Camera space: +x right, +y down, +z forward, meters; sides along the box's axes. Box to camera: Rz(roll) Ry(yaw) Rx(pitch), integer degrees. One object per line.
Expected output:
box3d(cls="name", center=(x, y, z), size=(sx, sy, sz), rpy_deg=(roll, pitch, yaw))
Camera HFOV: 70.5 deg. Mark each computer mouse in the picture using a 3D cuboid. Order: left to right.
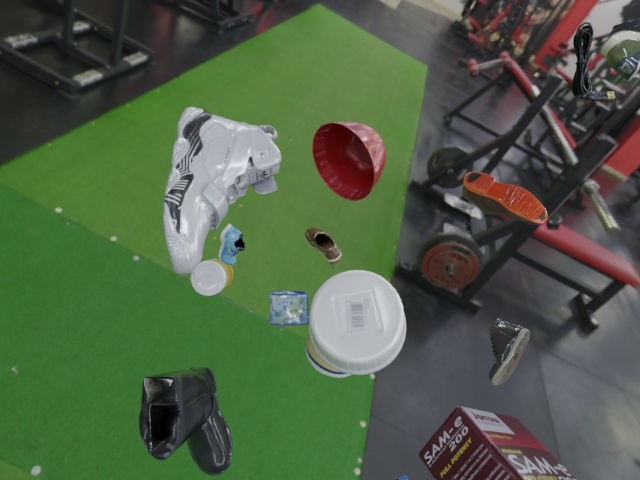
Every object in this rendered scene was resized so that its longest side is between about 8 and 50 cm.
box3d(cls="computer mouse", center=(0.722, -0.423, 1.057), size=(0.261, 0.184, 0.060), rpy_deg=(-9, 27, -2))

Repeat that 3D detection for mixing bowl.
box3d(cls="mixing bowl", center=(0.079, -0.191, 1.007), size=(0.098, 0.182, 0.181), rpy_deg=(-35, 69, -32))

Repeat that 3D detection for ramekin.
box3d(cls="ramekin", center=(0.098, 0.214, 1.228), size=(0.276, 0.135, 0.278), rpy_deg=(-2, 67, 5))

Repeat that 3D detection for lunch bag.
box3d(cls="lunch bag", center=(-0.118, 0.265, 1.778), size=(0.151, 0.129, 0.096), rpy_deg=(-1, 4, 22))

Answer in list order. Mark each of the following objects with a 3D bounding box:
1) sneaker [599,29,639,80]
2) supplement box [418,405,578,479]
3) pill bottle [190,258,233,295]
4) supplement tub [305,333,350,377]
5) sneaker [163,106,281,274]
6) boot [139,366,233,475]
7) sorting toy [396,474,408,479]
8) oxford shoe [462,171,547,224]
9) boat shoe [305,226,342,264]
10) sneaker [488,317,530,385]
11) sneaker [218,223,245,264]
box3d(cls="sneaker", center=(0.559, -0.295, 0.732), size=(0.191, 0.064, 0.086), rpy_deg=(-7, 61, -6))
box3d(cls="supplement box", center=(0.208, 0.261, 0.387), size=(0.130, 0.073, 0.239), rpy_deg=(24, 14, -37))
box3d(cls="pill bottle", center=(-0.430, 0.143, 1.840), size=(0.136, 0.137, 0.245), rpy_deg=(29, 0, -1))
box3d(cls="supplement tub", center=(0.085, 0.314, 1.636), size=(0.228, 0.317, 0.228), rpy_deg=(12, 34, -8))
box3d(cls="sneaker", center=(-0.188, -0.105, 0.903), size=(0.210, 0.137, 0.366), rpy_deg=(3, 63, -9))
box3d(cls="boot", center=(-0.387, 0.565, 1.351), size=(0.146, 0.445, 0.368), rpy_deg=(-17, 79, -7))
box3d(cls="sorting toy", center=(0.195, 0.596, 1.075), size=(0.042, 0.102, 0.061), rpy_deg=(-9, 74, -29))
box3d(cls="oxford shoe", center=(0.568, -0.117, 1.409), size=(0.271, 0.098, 0.097), rpy_deg=(37, 64, 28))
box3d(cls="boat shoe", center=(0.007, -0.004, 1.916), size=(0.095, 0.095, 0.257), rpy_deg=(-35, 40, -13))
box3d(cls="sneaker", center=(0.624, 0.387, 1.576), size=(0.083, 0.222, 0.118), rpy_deg=(39, -9, -39))
box3d(cls="sneaker", center=(-0.264, 0.025, 1.371), size=(0.073, 0.162, 0.063), rpy_deg=(25, 50, 9))
